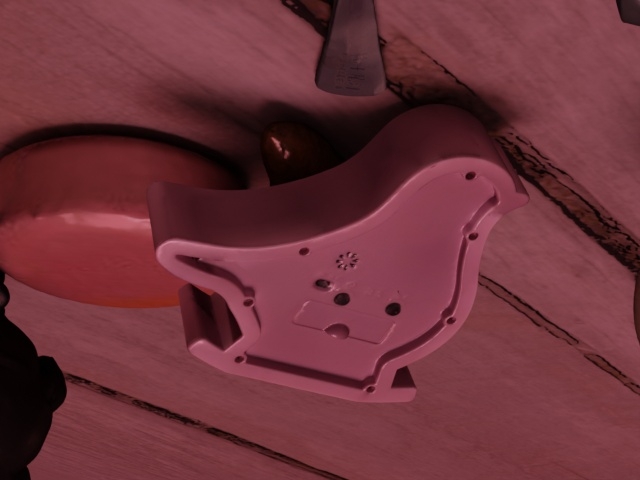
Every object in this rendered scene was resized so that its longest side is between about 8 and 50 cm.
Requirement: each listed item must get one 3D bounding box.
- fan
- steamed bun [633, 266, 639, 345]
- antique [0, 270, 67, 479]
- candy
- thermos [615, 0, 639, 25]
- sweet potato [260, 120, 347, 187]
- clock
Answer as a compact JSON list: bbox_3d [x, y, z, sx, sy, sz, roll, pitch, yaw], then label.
[{"bbox_3d":[0.028,-0.166,1.020,0.057,0.023,0.282,5,160,0],"label":"fan"},{"bbox_3d":[0.391,0.022,1.121,0.324,0.206,0.324,-27,-177,2],"label":"steamed bun"},{"bbox_3d":[-0.356,0.113,1.403,0.185,0.322,0.255,-30,171,-2],"label":"antique"},{"bbox_3d":[-0.191,-0.014,1.339,0.255,0.094,0.255,3,159,1],"label":"candy"},{"bbox_3d":[0.306,-0.175,0.804,0.286,0.145,0.182,1,127,10],"label":"thermos"},{"bbox_3d":[0.004,-0.010,1.325,0.114,0.092,0.341,18,160,8],"label":"sweet potato"},{"bbox_3d":[0.000,0.000,1.197,0.290,0.080,0.275,12,126,-27],"label":"clock"}]
